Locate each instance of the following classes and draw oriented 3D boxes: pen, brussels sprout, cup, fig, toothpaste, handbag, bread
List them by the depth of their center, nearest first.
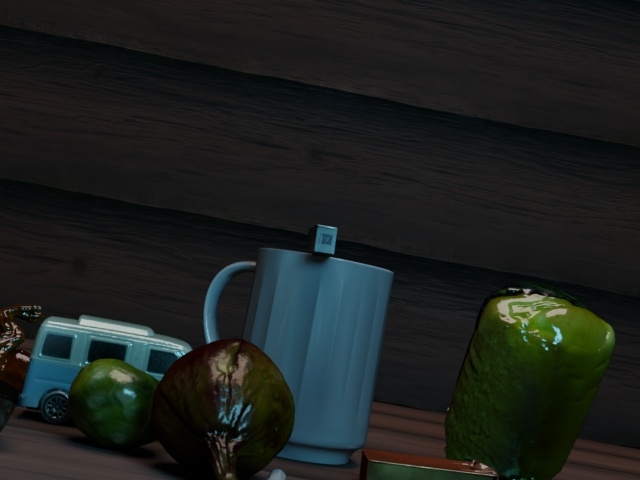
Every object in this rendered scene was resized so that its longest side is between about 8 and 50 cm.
[{"bbox_3d":[-0.056,0.300,1.288,0.026,0.026,0.218,10,-4,1],"label":"pen"},{"bbox_3d":[-0.100,0.221,1.308,0.190,0.191,0.290,12,-6,-21],"label":"fig"},{"bbox_3d":[-0.279,0.227,1.447,0.155,0.118,0.155,8,-26,4],"label":"brussels sprout"},{"bbox_3d":[0.155,0.341,1.522,0.190,0.063,0.127,8,-5,0],"label":"handbag"},{"bbox_3d":[0.000,0.000,1.688,0.034,0.046,0.164,8,-3,-5],"label":"toothpaste"},{"bbox_3d":[-0.058,0.185,1.768,0.322,0.327,0.237,10,-4,20],"label":"cup"},{"bbox_3d":[0.365,0.262,1.912,0.251,0.377,0.208,27,29,19],"label":"bread"}]

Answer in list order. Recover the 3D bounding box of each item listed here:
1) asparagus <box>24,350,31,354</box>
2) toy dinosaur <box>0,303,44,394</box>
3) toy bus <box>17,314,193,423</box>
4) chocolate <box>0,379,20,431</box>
[{"bbox_3d":[-0.507,0.240,1.882,0.287,0.080,0.080,13,-4,1],"label":"asparagus"},{"bbox_3d":[-0.564,0.192,1.783,0.432,0.097,0.208,9,38,-14],"label":"toy dinosaur"},{"bbox_3d":[-0.314,0.209,1.635,0.271,0.165,0.133,11,-5,-8],"label":"toy bus"},{"bbox_3d":[-0.428,0.207,1.288,0.125,0.080,0.148,21,-8,21],"label":"chocolate"}]
